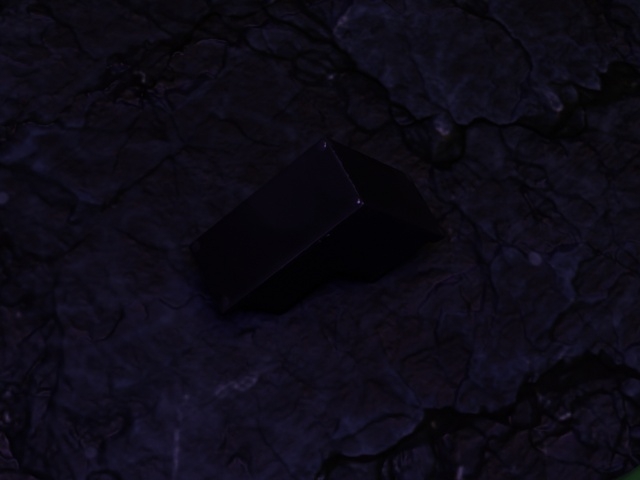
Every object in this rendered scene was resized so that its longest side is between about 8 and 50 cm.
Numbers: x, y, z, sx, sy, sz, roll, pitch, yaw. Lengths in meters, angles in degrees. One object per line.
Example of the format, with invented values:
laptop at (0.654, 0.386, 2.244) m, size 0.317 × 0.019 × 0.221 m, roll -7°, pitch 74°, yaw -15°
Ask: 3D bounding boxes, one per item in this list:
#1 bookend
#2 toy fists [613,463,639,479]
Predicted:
bookend at (0.000, 0.000, 1.286) m, size 0.157 × 0.156 × 0.072 m, roll 18°, pitch 39°, yaw -58°
toy fists at (0.333, 0.287, 1.178) m, size 0.279 × 0.096 × 0.142 m, roll 35°, pitch 48°, yaw 13°
